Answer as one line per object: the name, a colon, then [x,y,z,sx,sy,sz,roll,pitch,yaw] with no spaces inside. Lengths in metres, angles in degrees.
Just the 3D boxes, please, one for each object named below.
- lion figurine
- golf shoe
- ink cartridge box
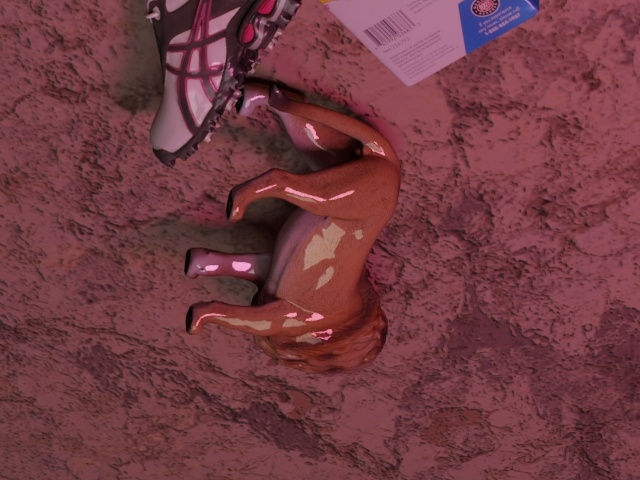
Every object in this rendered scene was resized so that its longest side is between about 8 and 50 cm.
lion figurine: [0.000,0.000,1.487,0.240,0.142,0.392,7,138,-17]
golf shoe: [-0.106,-0.182,1.309,0.120,0.105,0.273,30,131,-8]
ink cartridge box: [0.047,-0.238,1.104,0.134,0.078,0.231,-27,126,33]
